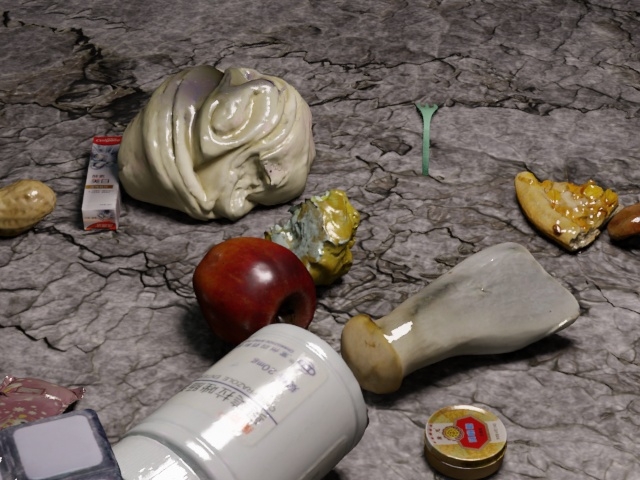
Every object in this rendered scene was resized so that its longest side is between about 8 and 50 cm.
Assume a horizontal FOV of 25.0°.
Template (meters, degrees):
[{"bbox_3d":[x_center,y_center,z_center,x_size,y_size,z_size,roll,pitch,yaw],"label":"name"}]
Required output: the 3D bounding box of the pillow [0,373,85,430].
[{"bbox_3d":[-0.372,0.217,1.810,0.118,0.043,0.185,6,20,9],"label":"pillow"}]

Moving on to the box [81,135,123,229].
[{"bbox_3d":[-0.339,-0.093,2.277,0.055,0.040,0.218,-2,35,-3],"label":"box"}]

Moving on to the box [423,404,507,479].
[{"bbox_3d":[0.182,0.253,1.815,0.105,0.037,0.105,1,35,-1],"label":"box"}]

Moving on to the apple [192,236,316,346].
[{"bbox_3d":[-0.098,0.067,1.979,0.158,0.147,0.156,30,65,35],"label":"apple"}]

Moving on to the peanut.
[{"bbox_3d":[-0.493,-0.048,2.166,0.192,0.089,0.089,-9,37,-15],"label":"peanut"}]

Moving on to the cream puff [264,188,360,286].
[{"bbox_3d":[0.001,0.000,2.090,0.156,0.156,0.121,-27,75,-34],"label":"cream puff"}]

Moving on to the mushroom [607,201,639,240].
[{"bbox_3d":[0.505,-0.022,2.195,0.129,0.073,0.088,16,-3,10],"label":"mushroom"}]

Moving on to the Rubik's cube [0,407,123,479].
[{"bbox_3d":[-0.310,0.387,1.373,0.303,0.305,0.301,-13,37,-17],"label":"Rubik's cube"}]

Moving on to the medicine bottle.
[{"bbox_3d":[-0.114,0.255,1.667,0.190,0.190,0.332,24,41,28],"label":"medicine bottle"}]

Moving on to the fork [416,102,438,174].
[{"bbox_3d":[0.181,-0.182,2.444,0.039,0.021,0.235,1,35,3],"label":"fork"}]

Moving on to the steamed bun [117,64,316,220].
[{"bbox_3d":[-0.152,-0.171,2.259,0.275,0.206,0.320,31,48,32],"label":"steamed bun"}]

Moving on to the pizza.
[{"bbox_3d":[0.394,-0.051,2.237,0.161,0.062,0.182,-2,34,-8],"label":"pizza"}]

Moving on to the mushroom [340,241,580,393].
[{"bbox_3d":[0.182,0.110,1.948,0.328,0.122,0.159,-23,33,-30],"label":"mushroom"}]
